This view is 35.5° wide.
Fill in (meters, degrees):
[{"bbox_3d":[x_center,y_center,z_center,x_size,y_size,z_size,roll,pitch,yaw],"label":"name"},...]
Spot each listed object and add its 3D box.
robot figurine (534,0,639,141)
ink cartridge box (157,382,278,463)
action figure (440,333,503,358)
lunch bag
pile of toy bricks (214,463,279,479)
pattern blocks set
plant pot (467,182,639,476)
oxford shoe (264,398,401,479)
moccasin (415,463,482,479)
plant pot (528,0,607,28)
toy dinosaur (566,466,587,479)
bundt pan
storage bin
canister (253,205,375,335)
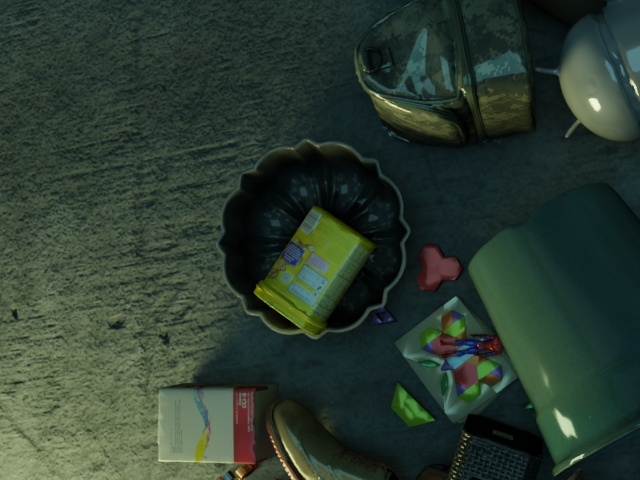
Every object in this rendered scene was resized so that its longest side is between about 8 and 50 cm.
[{"bbox_3d":[0.496,-0.266,1.431,0.354,0.200,0.299,-22,105,19],"label":"robot figurine"},{"bbox_3d":[-0.173,0.309,1.705,0.176,0.128,0.127,-2,85,15],"label":"ink cartridge box"},{"bbox_3d":[0.253,0.171,1.621,0.115,0.030,0.038,-5,90,10],"label":"action figure"},{"bbox_3d":[0.196,-0.260,1.559,0.256,0.305,0.212,-9,81,11],"label":"lunch bag"},{"bbox_3d":[-0.165,0.473,1.704,0.212,0.105,0.118,-45,76,8],"label":"pile of toy bricks"},{"bbox_3d":[0.229,0.193,1.656,0.325,0.026,0.285,38,97,14],"label":"pattern blocks set"},{"bbox_3d":[0.405,0.119,1.474,0.341,0.341,0.334,-33,70,11],"label":"plant pot"},{"bbox_3d":[0.056,0.376,1.627,0.348,0.123,0.130,46,122,4],"label":"oxford shoe"},{"bbox_3d":[0.296,0.499,1.568,0.380,0.139,0.147,41,88,5],"label":"moccasin"},{"bbox_3d":[0.399,-0.442,1.561,0.263,0.263,0.229,-44,95,9],"label":"plant pot"},{"bbox_3d":[0.439,0.461,1.480,0.127,0.296,0.200,-52,31,30],"label":"toy dinosaur"},{"bbox_3d":[0.000,0.000,1.682,0.331,0.124,0.330,-1,85,15],"label":"bundt pan"},{"bbox_3d":[0.269,0.334,1.534,0.122,0.180,0.084,18,92,12],"label":"storage bin"},{"bbox_3d":[-0.007,0.046,1.580,0.126,0.073,0.169,35,94,15],"label":"canister"}]
